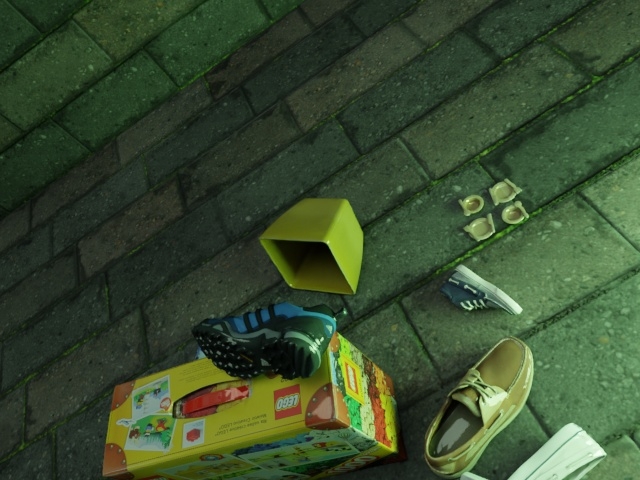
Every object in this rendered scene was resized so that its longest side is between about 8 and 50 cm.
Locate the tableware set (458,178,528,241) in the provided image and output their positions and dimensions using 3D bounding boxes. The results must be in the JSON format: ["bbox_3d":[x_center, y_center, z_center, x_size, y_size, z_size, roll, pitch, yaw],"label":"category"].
[{"bbox_3d":[0.431,-0.079,1.352,0.169,0.020,0.141,-25,50,14],"label":"tableware set"}]

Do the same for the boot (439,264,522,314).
[{"bbox_3d":[0.361,0.135,1.228,0.086,0.069,0.190,-51,40,1],"label":"boot"}]

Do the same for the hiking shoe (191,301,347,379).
[{"bbox_3d":[-0.099,0.172,0.968,0.304,0.113,0.132,-1,30,37],"label":"hiking shoe"}]

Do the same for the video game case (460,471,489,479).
[{"bbox_3d":[0.312,0.573,0.916,0.204,0.025,0.284,10,87,35],"label":"video game case"}]

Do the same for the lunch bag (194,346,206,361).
[{"bbox_3d":[-0.229,0.300,1.450,0.219,0.090,0.175,-7,54,26],"label":"lunch bag"}]

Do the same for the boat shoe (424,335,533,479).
[{"bbox_3d":[0.319,0.329,1.081,0.123,0.116,0.324,25,75,39],"label":"boat shoe"}]

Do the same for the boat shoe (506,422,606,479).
[{"bbox_3d":[0.401,0.446,0.969,0.258,0.095,0.084,-46,44,-2],"label":"boat shoe"}]

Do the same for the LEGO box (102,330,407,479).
[{"bbox_3d":[-0.122,0.384,1.138,0.501,0.372,0.193,-21,52,19],"label":"LEGO box"}]

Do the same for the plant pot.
[{"bbox_3d":[0.000,0.000,1.445,0.212,0.212,0.187,3,50,32],"label":"plant pot"}]
